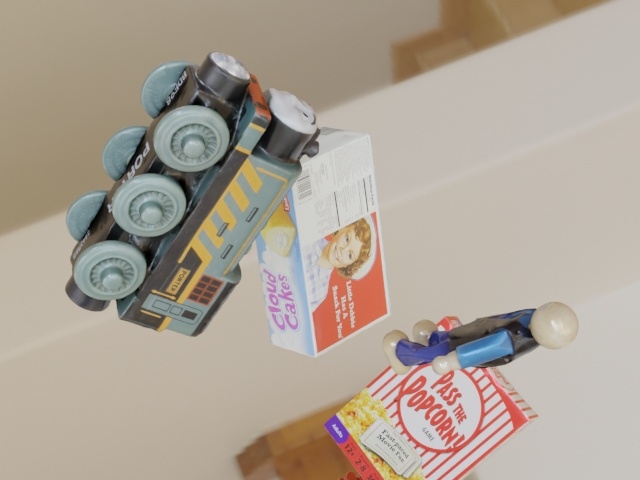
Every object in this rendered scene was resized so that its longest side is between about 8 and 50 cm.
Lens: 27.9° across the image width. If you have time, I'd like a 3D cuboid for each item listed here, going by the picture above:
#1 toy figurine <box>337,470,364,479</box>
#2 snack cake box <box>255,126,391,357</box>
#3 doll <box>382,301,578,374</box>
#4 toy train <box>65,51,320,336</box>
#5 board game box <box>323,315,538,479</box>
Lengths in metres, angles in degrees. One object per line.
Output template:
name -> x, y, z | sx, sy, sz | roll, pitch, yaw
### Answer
toy figurine -> 0.030, 0.542, 2.301 | 0.209, 0.213, 0.148 | 49, 123, 19
snack cake box -> 0.000, 0.000, 1.682 | 0.089, 0.152, 0.264 | 13, 119, 42
doll -> 0.134, 0.082, 1.055 | 0.189, 0.129, 0.046 | -14, 92, 50
toy train -> -0.141, -0.044, 1.382 | 0.190, 0.334, 0.142 | 21, -154, -30
board game box -> 0.120, 0.200, 1.430 | 0.147, 0.193, 0.045 | 51, -165, 18
